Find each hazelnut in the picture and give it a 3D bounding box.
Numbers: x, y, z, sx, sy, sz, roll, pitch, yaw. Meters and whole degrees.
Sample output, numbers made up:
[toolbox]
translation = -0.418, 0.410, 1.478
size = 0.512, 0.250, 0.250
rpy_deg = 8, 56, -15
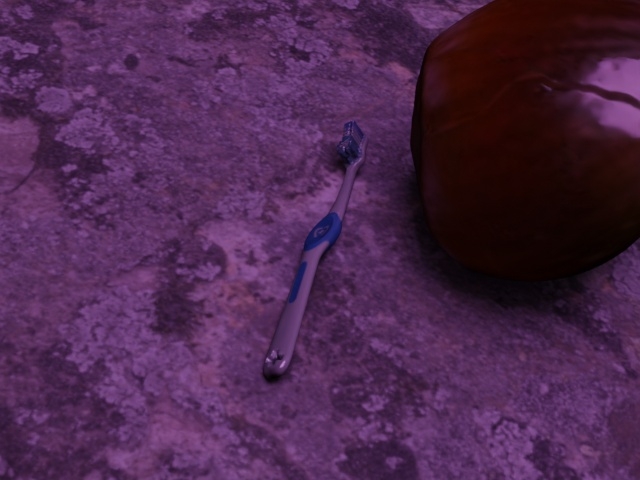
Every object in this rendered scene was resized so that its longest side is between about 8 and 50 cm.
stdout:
[hazelnut]
translation = 0.267, -0.122, 1.226
size = 0.315, 0.372, 0.372
rpy_deg = 50, 43, -20

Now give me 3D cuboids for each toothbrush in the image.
[toothbrush]
translation = 0.002, 0.003, 1.238
size = 0.040, 0.040, 0.386
rpy_deg = 17, 49, 1
